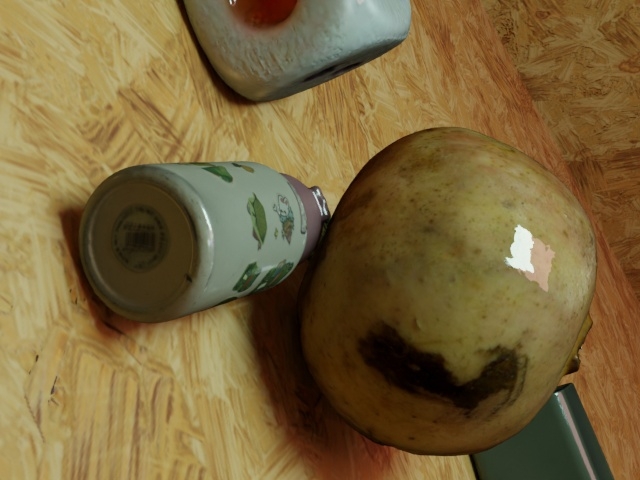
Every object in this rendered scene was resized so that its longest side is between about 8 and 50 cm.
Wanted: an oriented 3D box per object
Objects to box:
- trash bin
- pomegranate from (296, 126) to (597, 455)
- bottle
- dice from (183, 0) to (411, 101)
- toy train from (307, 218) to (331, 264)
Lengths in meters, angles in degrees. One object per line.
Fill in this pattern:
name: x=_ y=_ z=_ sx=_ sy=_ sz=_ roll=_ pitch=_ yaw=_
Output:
trash bin: x=0.311 y=0.331 z=1.222 sx=0.122 sy=0.164 sz=0.240 roll=1 pitch=70 yaw=-64
pomegranate: x=0.121 y=0.054 z=0.875 sx=0.322 sy=0.322 sz=0.322 roll=45 pitch=34 yaw=-42
bottle: x=-0.079 y=-0.007 z=0.751 sx=0.253 sy=0.121 sz=0.120 roll=-11 pitch=81 yaw=-67
dice: x=-0.025 y=-0.269 z=0.974 sx=0.193 sy=0.194 sz=0.192 roll=66 pitch=24 yaw=-2
toy train: x=0.000 y=0.000 z=1.004 sx=0.083 sy=0.033 sz=0.053 roll=64 pitch=29 yaw=-11
